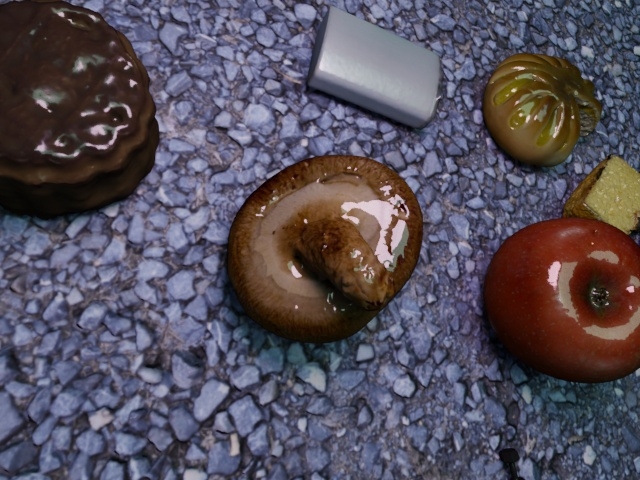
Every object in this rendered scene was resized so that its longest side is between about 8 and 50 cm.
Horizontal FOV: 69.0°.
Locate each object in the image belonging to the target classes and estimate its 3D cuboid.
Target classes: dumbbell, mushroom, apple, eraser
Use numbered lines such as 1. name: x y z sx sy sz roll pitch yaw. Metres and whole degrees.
1. dumbbell: 0.399 0.476 0.966 0.036 0.040 0.083 1 73 -56
2. mushroom: 0.002 0.011 0.814 0.345 0.239 0.345 2 46 -3
3. apple: 0.514 0.119 0.955 0.348 0.277 0.348 0 77 0
4. eraser: 0.127 -0.383 1.046 0.290 0.104 0.189 17 75 -17

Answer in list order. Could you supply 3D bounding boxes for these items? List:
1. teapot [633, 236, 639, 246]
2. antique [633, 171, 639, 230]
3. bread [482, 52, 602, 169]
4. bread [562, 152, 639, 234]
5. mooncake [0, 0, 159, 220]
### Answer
1. teapot: 0.839 0.089 1.154 0.280 0.252 0.424 27 39 25
2. antique: 0.923 -0.106 1.270 0.147 0.148 0.152 7 65 -17
3. bread: 0.569 -0.349 1.187 0.333 0.160 0.333 6 72 -20
4. bread: 0.717 -0.087 1.192 0.160 0.147 0.260 40 61 2
5. mooncake: -0.419 -0.204 0.730 0.324 0.187 0.324 6 72 -19
